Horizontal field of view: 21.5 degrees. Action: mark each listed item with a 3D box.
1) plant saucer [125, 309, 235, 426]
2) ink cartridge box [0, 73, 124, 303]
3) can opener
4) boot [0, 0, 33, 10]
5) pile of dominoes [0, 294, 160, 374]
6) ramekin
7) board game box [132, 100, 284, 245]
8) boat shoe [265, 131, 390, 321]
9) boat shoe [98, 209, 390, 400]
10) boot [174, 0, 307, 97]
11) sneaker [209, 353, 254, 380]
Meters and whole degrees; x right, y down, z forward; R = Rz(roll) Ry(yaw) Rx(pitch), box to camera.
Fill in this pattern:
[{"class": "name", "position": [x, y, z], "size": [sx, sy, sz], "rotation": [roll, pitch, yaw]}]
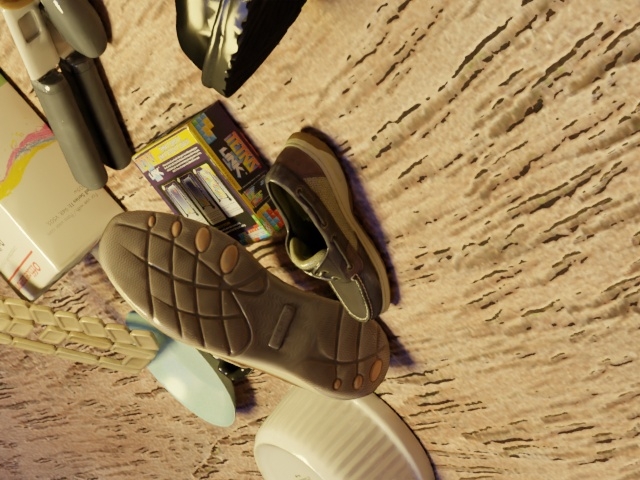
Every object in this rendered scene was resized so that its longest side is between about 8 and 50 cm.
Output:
[{"class": "plant saucer", "position": [-0.168, 0.153, 2.148], "size": [0.195, 0.037, 0.195], "rotation": [36, 152, 23]}, {"class": "ink cartridge box", "position": [-0.370, -0.049, 2.071], "size": [0.353, 0.119, 0.207], "rotation": [48, 156, -2]}, {"class": "can opener", "position": [-0.255, -0.162, 1.782], "size": [0.095, 0.076, 0.283], "rotation": [28, 150, 37]}, {"class": "boot", "position": [-0.381, -0.349, 1.674], "size": [0.203, 0.095, 0.262], "rotation": [4, 125, 54]}, {"class": "pile of dominoes", "position": [-0.325, 0.104, 2.131], "size": [0.251, 0.040, 0.196], "rotation": [15, 159, -17]}, {"class": "ramekin", "position": [0.019, 0.255, 1.919], "size": [0.207, 0.109, 0.207], "rotation": [36, 152, 22]}, {"class": "board game box", "position": [-0.110, -0.059, 1.738], "size": [0.141, 0.048, 0.170], "rotation": [54, 155, -9]}, {"class": "boat shoe", "position": [0.001, 0.000, 1.618], "size": [0.080, 0.073, 0.224], "rotation": [21, 144, 43]}, {"class": "boat shoe", "position": [-0.087, 0.075, 1.744], "size": [0.324, 0.123, 0.116], "rotation": [31, 168, -10]}, {"class": "boot", "position": [-0.121, -0.296, 1.305], "size": [0.260, 0.131, 0.348], "rotation": [32, 141, 15]}, {"class": "sneaker", "position": [-0.097, 0.101, 1.915], "size": [0.063, 0.075, 0.170], "rotation": [32, 151, 29]}]
